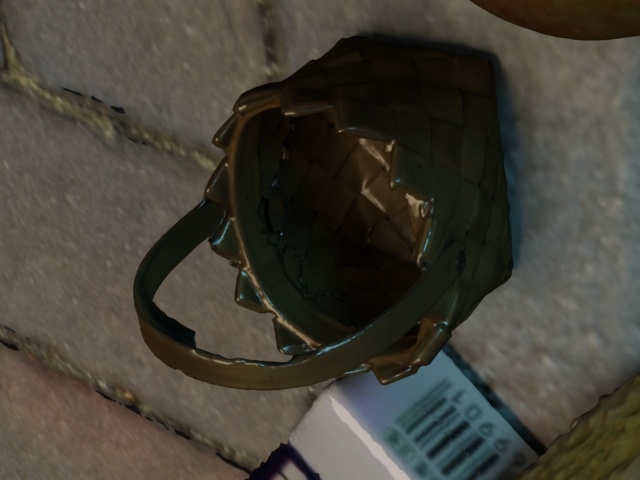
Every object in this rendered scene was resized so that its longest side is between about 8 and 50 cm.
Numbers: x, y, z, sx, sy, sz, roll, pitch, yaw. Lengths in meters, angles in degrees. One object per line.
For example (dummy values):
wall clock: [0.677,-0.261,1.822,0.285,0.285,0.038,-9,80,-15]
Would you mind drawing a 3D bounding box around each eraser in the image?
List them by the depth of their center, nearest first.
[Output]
eraser: [0.096,0.188,0.855,0.287,0.086,0.130,47,142,9]

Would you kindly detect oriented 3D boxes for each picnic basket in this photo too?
picnic basket: [0.000,0.000,0.732,0.128,0.178,0.138,17,130,38]

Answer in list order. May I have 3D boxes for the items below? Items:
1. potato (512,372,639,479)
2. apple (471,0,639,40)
potato: [0.171,0.219,0.668,0.237,0.301,0.288,41,146,-12]
apple: [0.102,-0.153,0.496,0.188,0.188,0.174,16,124,40]
